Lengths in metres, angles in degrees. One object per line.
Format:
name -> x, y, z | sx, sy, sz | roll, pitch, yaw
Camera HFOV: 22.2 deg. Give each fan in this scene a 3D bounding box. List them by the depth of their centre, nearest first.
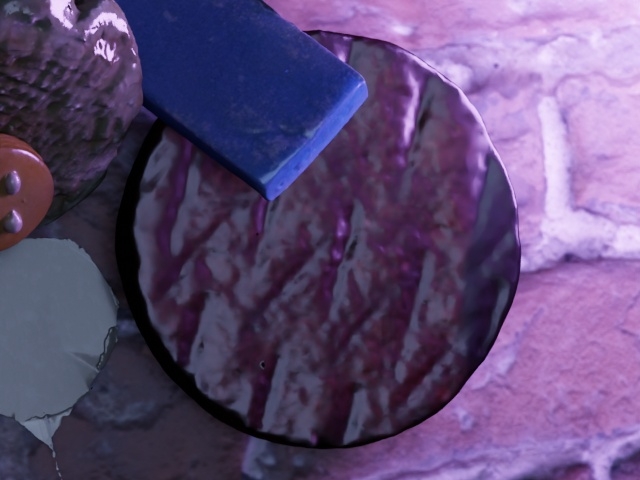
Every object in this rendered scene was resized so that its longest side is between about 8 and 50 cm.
fan -> -0.264, 0.150, 1.546 | 0.182, 0.010, 0.310 | -12, 89, -17

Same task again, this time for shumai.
shumai -> -0.327, -0.177, 1.459 | 0.309, 0.304, 0.263 | -29, 64, 7

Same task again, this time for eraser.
eraser -> -0.117, -0.177, 1.506 | 0.312, 0.042, 0.144 | 38, 76, 19

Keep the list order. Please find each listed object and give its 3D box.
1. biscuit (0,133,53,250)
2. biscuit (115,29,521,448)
biscuit -> -0.353, -0.009, 1.332 | 0.301, 0.049, 0.197 | -18, 135, -34
biscuit -> 0.000, 0.000, 1.595 | 0.407, 0.091, 0.407 | 0, 89, -19
